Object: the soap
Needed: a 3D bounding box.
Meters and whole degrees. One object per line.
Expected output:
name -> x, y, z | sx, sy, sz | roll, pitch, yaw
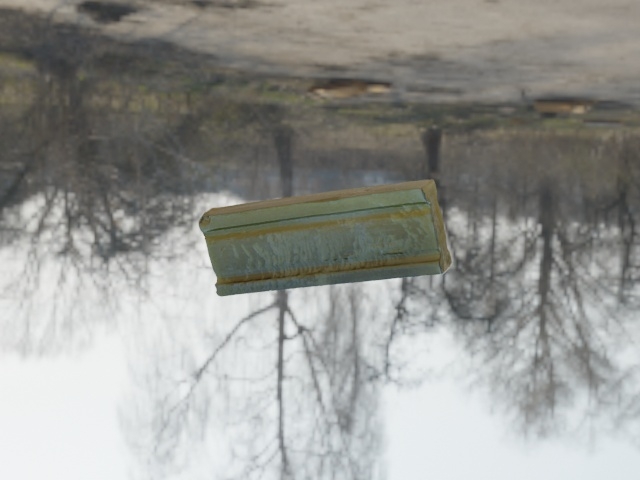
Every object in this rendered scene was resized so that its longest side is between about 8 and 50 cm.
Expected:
soap -> 0.000, 0.000, 1.028 | 0.252, 0.092, 0.037 | -6, -165, 23
